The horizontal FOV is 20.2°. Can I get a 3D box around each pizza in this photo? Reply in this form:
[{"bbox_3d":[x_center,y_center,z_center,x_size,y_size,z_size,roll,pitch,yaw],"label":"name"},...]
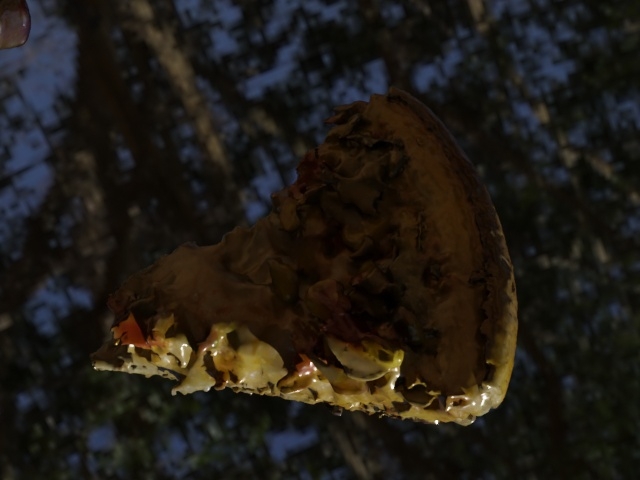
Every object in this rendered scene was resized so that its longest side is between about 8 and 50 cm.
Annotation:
[{"bbox_3d":[0.000,0.000,1.212,0.287,0.074,0.251,5,-126,14],"label":"pizza"}]

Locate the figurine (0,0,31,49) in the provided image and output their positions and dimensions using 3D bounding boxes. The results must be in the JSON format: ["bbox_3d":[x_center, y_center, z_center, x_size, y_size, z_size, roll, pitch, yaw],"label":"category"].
[{"bbox_3d":[-0.403,-0.139,1.349,0.370,0.281,0.167,-23,174,-27],"label":"figurine"}]
